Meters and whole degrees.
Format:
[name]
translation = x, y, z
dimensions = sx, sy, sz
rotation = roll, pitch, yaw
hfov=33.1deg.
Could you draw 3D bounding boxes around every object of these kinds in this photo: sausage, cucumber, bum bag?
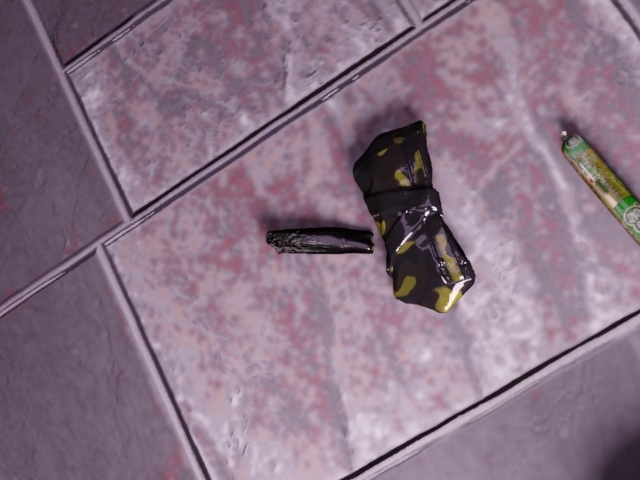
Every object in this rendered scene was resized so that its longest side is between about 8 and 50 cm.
[sausage]
translation = 0.348, -0.021, 1.181
dimensions = 0.033, 0.033, 0.269
rotation = -39, 69, 10
[cucumber]
translation = -0.001, -0.001, 1.312
dimensions = 0.135, 0.034, 0.033
rotation = -2, 74, 21
[bum bag]
translation = 0.109, -0.023, 1.260
dimensions = 0.107, 0.060, 0.232
rotation = -23, 70, 25
